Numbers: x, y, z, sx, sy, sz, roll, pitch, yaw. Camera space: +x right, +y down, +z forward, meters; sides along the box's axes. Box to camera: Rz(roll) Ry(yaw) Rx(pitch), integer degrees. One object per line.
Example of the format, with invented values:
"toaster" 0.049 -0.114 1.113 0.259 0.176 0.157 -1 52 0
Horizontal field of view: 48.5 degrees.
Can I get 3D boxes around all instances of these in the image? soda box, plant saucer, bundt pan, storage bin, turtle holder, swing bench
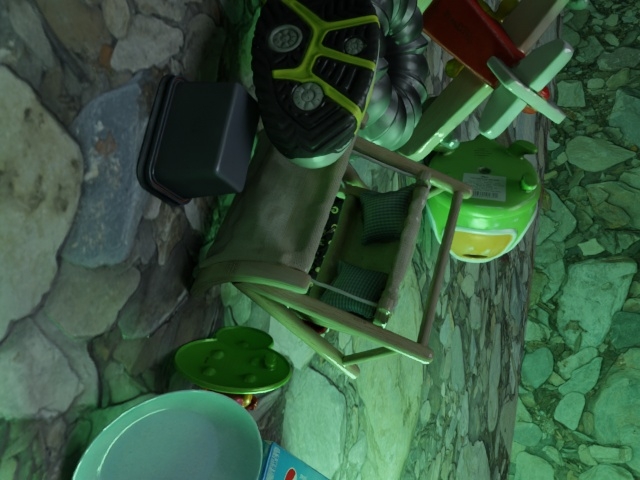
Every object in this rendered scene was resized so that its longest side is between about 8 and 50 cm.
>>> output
"soda box" -0.056 0.320 0.932 0.210 0.071 0.067 54 44 -50
"plant saucer" -0.153 0.228 0.707 0.195 0.037 0.195 -10 112 -27
"bundt pan" 0.078 -0.284 1.105 0.331 0.124 0.330 -3 94 -62
"storage bin" -0.119 -0.105 0.762 0.098 0.091 0.135 40 57 -57
"turtle holder" 0.329 -0.100 1.536 0.320 0.243 0.227 -117 -160 -48
"swing bench" 0.019 -0.007 0.856 0.255 0.165 0.253 32 57 -22

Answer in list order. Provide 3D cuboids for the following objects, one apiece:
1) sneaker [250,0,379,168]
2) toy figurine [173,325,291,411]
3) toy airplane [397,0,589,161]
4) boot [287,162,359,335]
"sneaker" -0.004 -0.237 0.843 0.147 0.145 0.384 78 9 -59
"toy figurine" -0.107 0.202 0.821 0.173 0.130 0.159 -80 180 -75
"toy airplane" 0.315 -0.338 1.276 0.272 0.386 0.384 8 85 -51
"boot" 0.002 0.001 1.016 0.178 0.085 0.236 -57 138 -41
